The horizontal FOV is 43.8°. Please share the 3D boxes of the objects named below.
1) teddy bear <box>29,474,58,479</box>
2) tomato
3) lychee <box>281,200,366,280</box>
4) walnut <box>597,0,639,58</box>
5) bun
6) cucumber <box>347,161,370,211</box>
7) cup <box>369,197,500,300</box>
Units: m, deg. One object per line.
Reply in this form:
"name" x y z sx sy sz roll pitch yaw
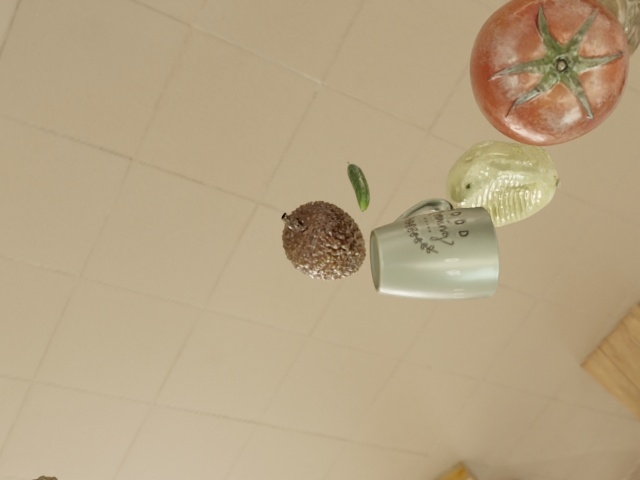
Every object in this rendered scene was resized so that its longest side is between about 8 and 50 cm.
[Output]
"teddy bear" -0.244 0.235 0.612 0.078 0.119 0.160 20 161 4
"tomato" 0.387 -0.295 1.375 0.264 0.265 0.265 -9 123 -15
"lychee" 0.000 0.000 1.884 0.238 0.200 0.200 27 108 -32
"walnut" 0.530 -0.456 1.608 0.273 0.227 0.273 -19 117 -42
"bun" 0.395 -0.135 1.776 0.259 0.160 0.259 -9 146 -6
"cucumber" 0.091 -0.129 1.836 0.039 0.168 0.039 -8 136 -7
"cup" 0.219 0.008 1.636 0.234 0.258 0.186 -4 132 -4
